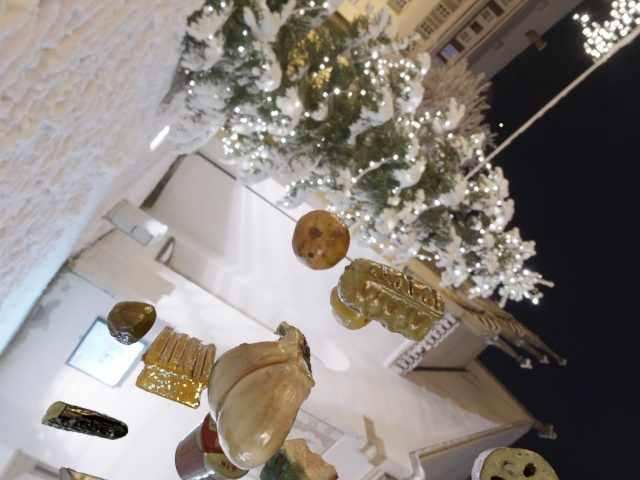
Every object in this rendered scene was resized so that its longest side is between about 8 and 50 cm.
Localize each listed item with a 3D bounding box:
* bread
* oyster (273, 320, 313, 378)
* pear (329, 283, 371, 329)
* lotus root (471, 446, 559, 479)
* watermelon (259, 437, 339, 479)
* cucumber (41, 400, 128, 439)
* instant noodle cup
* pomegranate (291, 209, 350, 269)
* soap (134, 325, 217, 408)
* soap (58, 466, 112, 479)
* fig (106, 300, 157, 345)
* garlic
[{"bbox_3d":[0.170,0.142,1.120,0.130,0.267,0.152,-54,-169,53],"label":"bread"},{"bbox_3d":[-0.105,0.477,1.904,0.100,0.275,0.271,-49,-179,-38],"label":"oyster"},{"bbox_3d":[0.113,0.211,1.493,0.178,0.178,0.178,-48,-162,21],"label":"pear"},{"bbox_3d":[0.554,0.670,1.265,0.119,0.234,0.138,101,1,-68],"label":"lotus root"},{"bbox_3d":[-0.089,0.986,1.892,0.301,0.264,0.151,-17,130,-43],"label":"watermelon"},{"bbox_3d":[-0.689,0.541,1.313,0.074,0.241,0.075,-36,-143,33],"label":"cucumber"},{"bbox_3d":[-0.359,0.705,1.474,0.178,0.235,0.235,-38,-158,22],"label":"instant noodle cup"},{"bbox_3d":[0.000,0.000,1.562,0.215,0.215,0.215,-48,-162,21],"label":"pomegranate"},{"bbox_3d":[-0.430,0.374,1.347,0.096,0.204,0.324,-64,-170,0],"label":"soap"},{"bbox_3d":[-0.467,0.666,0.929,0.159,0.302,0.258,-55,-161,22],"label":"soap"},{"bbox_3d":[-0.649,0.279,1.524,0.165,0.154,0.144,-17,-179,-26],"label":"fig"},{"bbox_3d":[-0.160,0.390,1.064,0.313,0.249,0.286,-48,-123,16],"label":"garlic"}]
